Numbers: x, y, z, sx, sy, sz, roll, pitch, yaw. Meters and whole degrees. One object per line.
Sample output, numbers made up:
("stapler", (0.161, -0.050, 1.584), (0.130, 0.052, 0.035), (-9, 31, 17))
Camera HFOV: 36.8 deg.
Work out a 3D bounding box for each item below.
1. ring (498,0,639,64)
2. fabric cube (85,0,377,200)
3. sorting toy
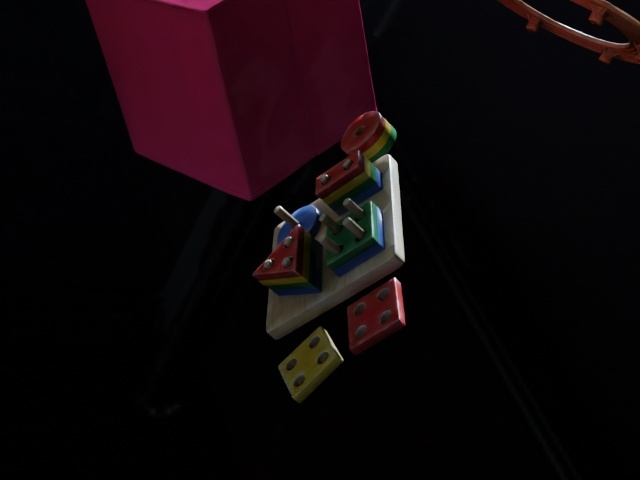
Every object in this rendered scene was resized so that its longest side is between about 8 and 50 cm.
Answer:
("ring", (0.387, -0.353, 1.532), (0.336, 0.336, 0.032), (33, -82, 52))
("fabric cube", (-0.111, -0.251, 1.259), (0.254, 0.259, 0.258), (23, -42, 40))
("sorting toy", (0.000, 0.000, 0.777), (0.132, 0.046, 0.274), (-32, -147, 26))
